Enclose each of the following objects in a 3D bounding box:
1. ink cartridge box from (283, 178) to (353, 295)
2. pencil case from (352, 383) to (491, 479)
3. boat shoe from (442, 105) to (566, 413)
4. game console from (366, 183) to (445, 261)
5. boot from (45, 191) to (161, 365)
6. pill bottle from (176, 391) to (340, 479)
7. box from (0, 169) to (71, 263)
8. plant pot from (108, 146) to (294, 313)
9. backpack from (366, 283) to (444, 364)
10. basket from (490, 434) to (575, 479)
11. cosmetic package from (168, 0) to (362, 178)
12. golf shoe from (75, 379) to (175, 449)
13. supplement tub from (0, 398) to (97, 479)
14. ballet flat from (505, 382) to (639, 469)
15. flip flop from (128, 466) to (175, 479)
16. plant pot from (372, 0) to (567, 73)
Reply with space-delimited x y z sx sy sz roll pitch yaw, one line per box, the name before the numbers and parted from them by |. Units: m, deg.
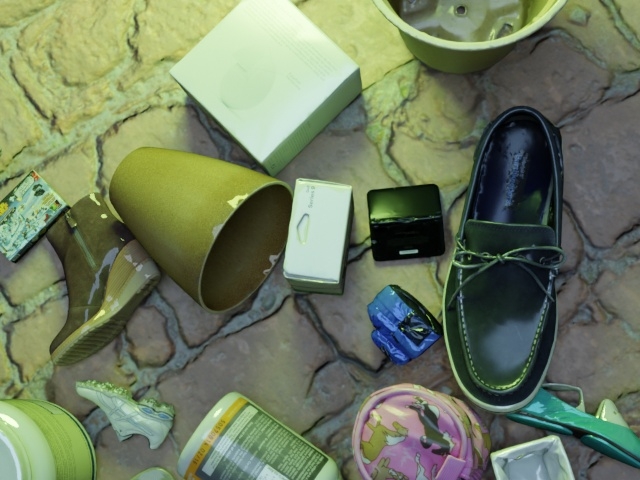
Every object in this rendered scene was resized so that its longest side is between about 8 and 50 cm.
ink cartridge box | 0.000 0.000 1.703 0.093 0.212 0.154 7 82 5
pencil case | 0.157 0.296 1.565 0.160 0.386 0.167 -9 79 11
boat shoe | 0.292 0.019 1.690 0.187 0.156 0.500 7 79 13
game console | 0.143 -0.030 1.799 0.122 0.071 0.107 -6 111 4
boot | -0.401 0.065 1.808 0.248 0.090 0.207 -45 67 2
pill bottle | -0.072 0.375 1.679 0.278 0.162 0.162 34 85 9
box | -0.507 -0.041 1.839 0.137 0.027 0.094 -45 74 -3
plant pot | -0.211 -0.044 1.740 0.254 0.237 0.237 30 85 24
backpack | 0.127 0.135 1.732 0.101 0.098 0.120 -42 81 1
basket | 0.338 0.395 1.671 0.113 0.103 0.167 -17 81 2
cosmetic package | -0.086 -0.266 1.788 0.225 0.138 0.224 -45 81 -2
golf shoe | -0.330 0.286 1.763 0.176 0.069 0.086 20 89 8
supplement tub | -0.492 0.358 1.632 0.235 0.325 0.235 -1 81 4
ballet flat | 0.417 0.280 1.697 0.247 0.083 0.087 21 75 7
flip flop | -0.330 0.452 1.678 0.277 0.080 0.112 -30 65 -36
plant pot | 0.229 -0.411 1.701 0.334 0.305 0.333 -1 81 5
